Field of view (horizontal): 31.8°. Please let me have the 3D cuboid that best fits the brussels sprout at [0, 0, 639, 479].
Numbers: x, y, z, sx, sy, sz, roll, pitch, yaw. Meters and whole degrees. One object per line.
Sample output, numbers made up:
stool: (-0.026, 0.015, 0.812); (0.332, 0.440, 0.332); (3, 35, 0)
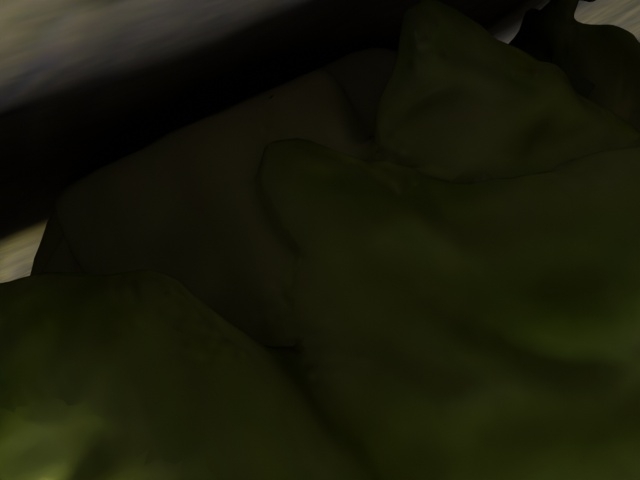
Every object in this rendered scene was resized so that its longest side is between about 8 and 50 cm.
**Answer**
brussels sprout: (0.034, 0.107, 0.510); (0.425, 0.361, 0.342); (-24, -178, -12)
